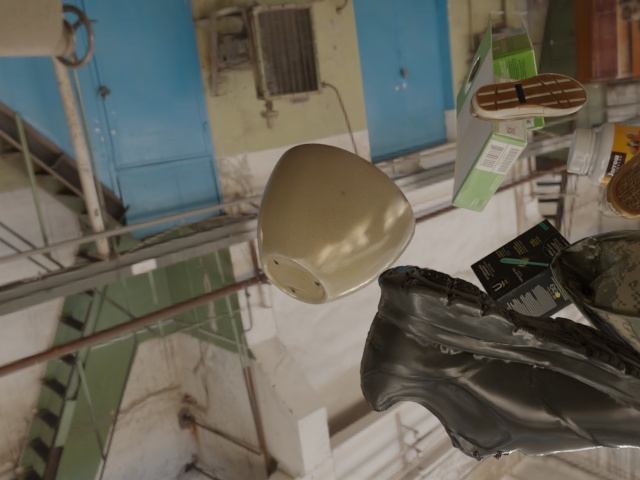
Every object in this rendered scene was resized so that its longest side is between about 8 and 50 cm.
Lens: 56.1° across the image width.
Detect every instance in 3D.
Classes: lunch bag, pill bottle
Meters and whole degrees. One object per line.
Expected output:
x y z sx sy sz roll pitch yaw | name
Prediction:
0.477 0.109 0.815 0.169 0.235 0.287 -53 -161 -16 | lunch bag
0.570 -0.149 1.092 0.215 0.117 0.117 11 -163 15 | pill bottle

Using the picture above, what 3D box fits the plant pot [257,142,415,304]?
0.000 0.000 1.057 0.284 0.284 0.191 3 -130 40 | plant pot

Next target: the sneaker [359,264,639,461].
0.165 0.120 0.482 0.286 0.130 0.109 21 -169 5 | sneaker

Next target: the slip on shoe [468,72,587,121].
0.244 -0.164 0.714 0.135 0.051 0.041 -8 167 -3 | slip on shoe

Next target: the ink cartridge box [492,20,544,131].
0.456 -0.390 1.424 0.097 0.189 0.255 -10 -149 18 | ink cartridge box

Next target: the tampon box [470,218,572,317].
0.374 0.065 1.063 0.161 0.101 0.120 -34 -152 12 | tampon box

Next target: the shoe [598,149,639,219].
0.387 -0.093 0.637 0.219 0.076 0.058 -34 163 -1 | shoe

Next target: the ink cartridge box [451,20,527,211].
0.252 -0.186 0.913 0.056 0.235 0.171 12 149 -1 | ink cartridge box
